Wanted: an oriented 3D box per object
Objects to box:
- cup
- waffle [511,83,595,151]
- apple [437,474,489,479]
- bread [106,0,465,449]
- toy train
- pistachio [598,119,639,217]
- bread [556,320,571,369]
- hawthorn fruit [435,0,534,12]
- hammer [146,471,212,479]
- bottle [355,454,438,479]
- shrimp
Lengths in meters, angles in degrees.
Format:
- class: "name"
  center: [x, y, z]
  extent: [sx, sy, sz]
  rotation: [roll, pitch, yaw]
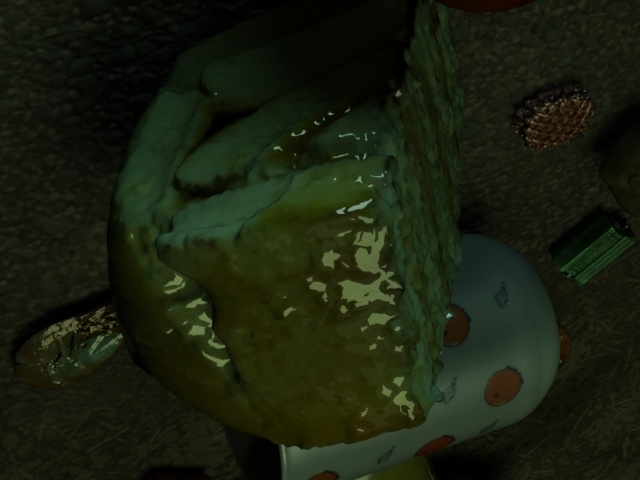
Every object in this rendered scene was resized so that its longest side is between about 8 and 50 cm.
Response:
- class: "cup"
  center: [0.067, 0.119, 1.715]
  extent: [0.317, 0.212, 0.212]
  rotation: [-15, 144, -18]
- class: "waffle"
  center: [0.226, -0.118, 1.666]
  extent: [0.083, 0.029, 0.075]
  rotation: [-23, 143, 0]
- class: "apple"
  center: [0.167, 0.448, 2.176]
  extent: [0.299, 0.275, 0.299]
  rotation: [-21, 151, -12]
- class: "bread"
  center: [-0.027, -0.043, 1.381]
  extent: [0.264, 0.395, 0.239]
  rotation: [-8, 130, 16]
- class: "toy train"
  center: [0.296, 0.005, 1.874]
  extent: [0.093, 0.038, 0.056]
  rotation: [-41, 137, 21]
- class: "pistachio"
  center: [0.359, -0.080, 1.747]
  extent: [0.149, 0.113, 0.113]
  rotation: [-15, 145, -27]
- class: "bread"
  center: [0.156, 0.150, 1.936]
  extent: [0.269, 0.095, 0.139]
  rotation: [-27, 140, 32]
- class: "hawthorn fruit"
  center: [0.117, -0.310, 1.156]
  extent: [0.307, 0.265, 0.265]
  rotation: [-49, 146, -5]
- class: "hammer"
  center: [-0.160, 0.281, 1.935]
  extent: [0.083, 0.043, 0.043]
  rotation: [7, 134, -42]
- class: "bottle"
  center: [0.073, 0.334, 1.913]
  extent: [0.171, 0.171, 0.351]
  rotation: [-25, 116, -2]
- class: "shrimp"
  center: [-0.214, 0.089, 1.639]
  extent: [0.184, 0.043, 0.091]
  rotation: [-33, 142, 11]
